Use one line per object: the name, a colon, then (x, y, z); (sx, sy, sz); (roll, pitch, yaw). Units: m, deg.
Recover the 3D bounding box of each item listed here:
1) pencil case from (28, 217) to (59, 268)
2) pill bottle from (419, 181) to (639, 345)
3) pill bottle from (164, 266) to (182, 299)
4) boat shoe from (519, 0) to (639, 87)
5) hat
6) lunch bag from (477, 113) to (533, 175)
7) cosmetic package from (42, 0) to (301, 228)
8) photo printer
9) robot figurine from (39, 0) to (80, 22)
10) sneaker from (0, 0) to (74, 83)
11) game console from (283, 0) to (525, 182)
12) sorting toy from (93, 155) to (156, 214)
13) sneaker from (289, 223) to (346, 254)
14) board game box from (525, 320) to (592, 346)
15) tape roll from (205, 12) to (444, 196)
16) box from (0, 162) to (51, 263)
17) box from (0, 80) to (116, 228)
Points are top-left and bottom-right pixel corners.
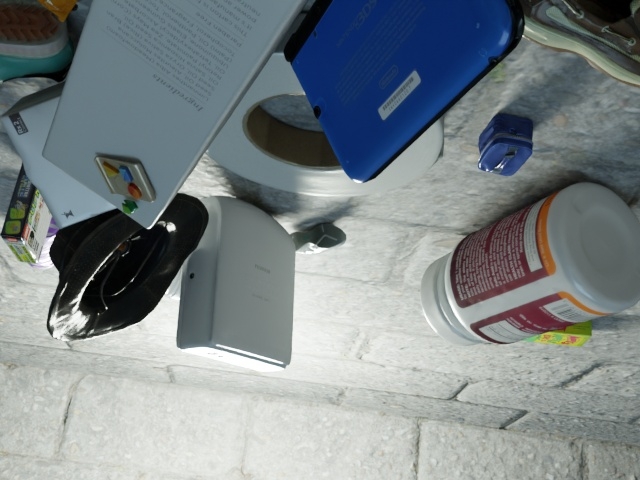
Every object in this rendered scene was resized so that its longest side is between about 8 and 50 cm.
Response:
pencil case: (-0.600, -0.003, 1.704); (0.088, 0.086, 0.206); (24, 153, -7)
pill bottle: (0.371, 0.063, 1.429); (0.224, 0.224, 0.392); (19, 154, -25)
pill bottle: (-0.393, 0.068, 1.778); (0.186, 0.112, 0.112); (24, 151, -34)
boat shoe: (0.348, -0.249, 0.906); (0.257, 0.095, 0.095); (13, 149, -13)
hat: (-0.342, 0.015, 1.270); (0.134, 0.331, 0.331); (37, 162, 17)
lunch bag: (0.282, -0.142, 1.190); (0.067, 0.065, 0.098); (9, 156, -6)
cosmetic package: (-0.127, -0.227, 0.825); (0.161, 0.230, 0.453); (35, 143, -9)
photo printer: (-0.151, 0.076, 1.488); (0.107, 0.308, 0.256); (-12, 156, 32)
robot figurine: (-0.284, -0.357, 0.828); (0.211, 0.085, 0.291); (28, 149, -26)
sneaker: (-0.491, -0.267, 1.066); (0.302, 0.108, 0.121); (8, 152, -5)
game console: (0.099, -0.235, 0.748); (0.173, 0.250, 0.293); (-21, 169, -29)
sorting toy: (-0.216, -0.057, 0.882); (0.062, 0.012, 0.083); (10, 140, 23)
sneaker: (0.000, 0.000, 1.607); (0.152, 0.054, 0.061); (-8, 162, 42)
board game box: (0.568, 0.222, 1.947); (0.181, 0.043, 0.092); (5, 156, 3)
tape roll: (-0.007, -0.184, 1.167); (0.392, 0.072, 0.392); (5, 156, 2)
box: (-0.497, -0.076, 1.370); (0.036, 0.207, 0.114); (7, 155, -1)
box: (-0.325, -0.141, 1.132); (0.181, 0.119, 0.181); (-19, 115, 4)
